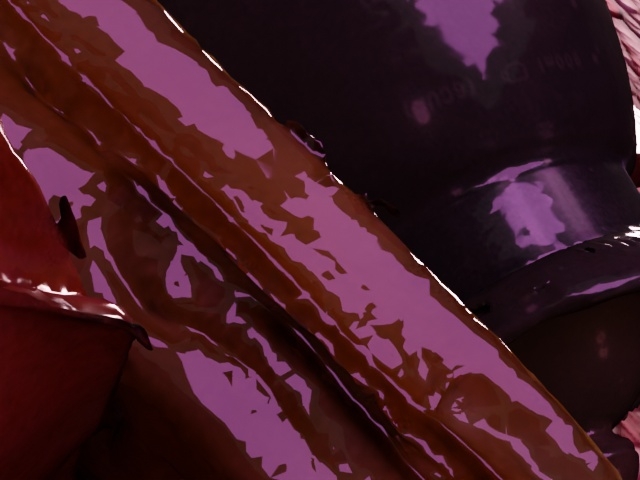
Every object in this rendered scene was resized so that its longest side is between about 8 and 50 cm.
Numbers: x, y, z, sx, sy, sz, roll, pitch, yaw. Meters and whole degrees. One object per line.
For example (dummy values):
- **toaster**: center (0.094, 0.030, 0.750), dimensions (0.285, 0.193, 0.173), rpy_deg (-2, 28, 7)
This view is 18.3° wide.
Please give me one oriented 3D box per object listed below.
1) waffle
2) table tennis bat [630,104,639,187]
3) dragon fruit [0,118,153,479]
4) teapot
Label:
- **waffle**: center (-0.054, 0.045, 0.565), dimensions (0.098, 0.224, 0.328), rpy_deg (-37, 76, -29)
- **table tennis bat**: center (0.043, -0.112, 1.032), dimensions (0.310, 0.038, 0.200), rpy_deg (25, 18, -4)
- **dragon fruit**: center (-0.216, 0.015, 0.440), dimensions (0.305, 0.305, 0.226), rpy_deg (42, 61, 11)
- **teapot**: center (0.017, -0.014, 0.753), dimensions (0.305, 0.223, 0.285), rpy_deg (-3, 55, -48)
